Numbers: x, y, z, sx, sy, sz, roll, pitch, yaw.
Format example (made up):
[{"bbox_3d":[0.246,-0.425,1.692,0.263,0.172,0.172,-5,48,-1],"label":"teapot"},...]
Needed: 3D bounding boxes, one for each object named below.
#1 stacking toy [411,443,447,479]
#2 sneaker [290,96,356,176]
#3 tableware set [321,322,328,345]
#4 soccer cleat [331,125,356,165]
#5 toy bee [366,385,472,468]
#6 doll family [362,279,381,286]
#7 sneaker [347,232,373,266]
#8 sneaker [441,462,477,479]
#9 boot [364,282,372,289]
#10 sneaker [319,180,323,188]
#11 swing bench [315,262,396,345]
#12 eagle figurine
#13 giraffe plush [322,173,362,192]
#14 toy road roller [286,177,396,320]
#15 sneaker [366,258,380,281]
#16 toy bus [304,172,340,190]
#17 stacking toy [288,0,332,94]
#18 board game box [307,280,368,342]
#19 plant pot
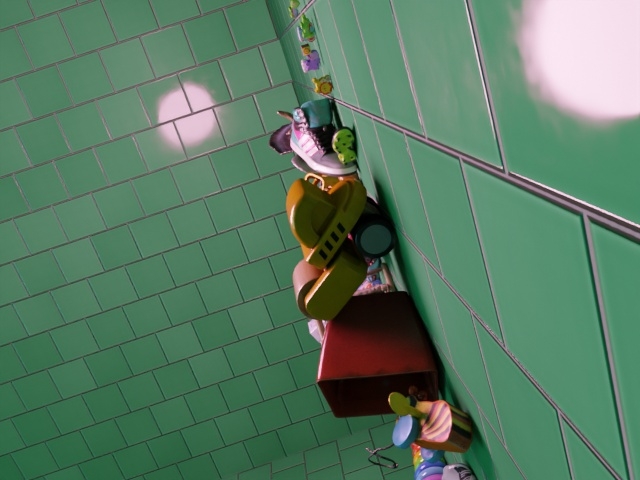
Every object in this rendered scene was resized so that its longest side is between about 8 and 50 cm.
[{"bbox_3d":[0.357,0.746,1.926,0.330,0.141,0.141,-100,-8,-69],"label":"stacking toy"},{"bbox_3d":[0.008,-0.310,1.655,0.295,0.124,0.178,42,141,44],"label":"sneaker"},{"bbox_3d":[0.040,0.213,1.530,0.168,0.020,0.140,46,-128,-69],"label":"tableware set"},{"bbox_3d":[0.056,-0.255,1.487,0.179,0.060,0.072,63,-171,-73],"label":"soccer cleat"},{"bbox_3d":[0.206,0.378,1.243,0.195,0.299,0.162,44,-130,-30],"label":"toy bee"},{"bbox_3d":[0.125,0.065,2.139,0.163,0.119,0.262,-122,14,-79],"label":"doll family"},{"bbox_3d":[0.103,0.031,1.708,0.299,0.121,0.111,-8,-105,-79],"label":"sneaker"},{"bbox_3d":[0.280,0.643,1.298,0.366,0.211,0.137,-110,2,-77],"label":"sneaker"},{"bbox_3d":[0.218,0.230,2.197,0.157,0.059,0.084,63,179,-19],"label":"boot"},{"bbox_3d":[0.045,-0.151,2.161,0.343,0.134,0.146,-108,1,-59],"label":"sneaker"},{"bbox_3d":[0.118,0.239,1.688,0.165,0.254,0.254,72,179,-57],"label":"swing bench"},{"bbox_3d":[-0.039,-0.339,1.967,0.226,0.225,0.298,57,169,-2],"label":"eagle figurine"},{"bbox_3d":[0.040,-0.118,1.723,0.210,0.171,0.181,-110,1,-66],"label":"giraffe plush"},{"bbox_3d":[0.000,0.000,1.382,0.241,0.329,0.202,30,-165,-18],"label":"toy road roller"},{"bbox_3d":[0.130,0.044,1.951,0.261,0.104,0.125,-109,-1,-54],"label":"sneaker"},{"bbox_3d":[0.038,-0.178,1.923,0.202,0.191,0.104,-97,18,-71],"label":"toy bus"},{"bbox_3d":[-0.027,-0.519,1.554,0.167,0.052,0.221,-112,5,-50],"label":"stacking toy"},{"bbox_3d":[0.079,0.233,2.396,0.066,0.319,0.318,46,-174,-17],"label":"board game box"},{"bbox_3d":[0.142,0.274,1.443,0.267,0.268,0.235,72,-166,-54],"label":"plant pot"}]
